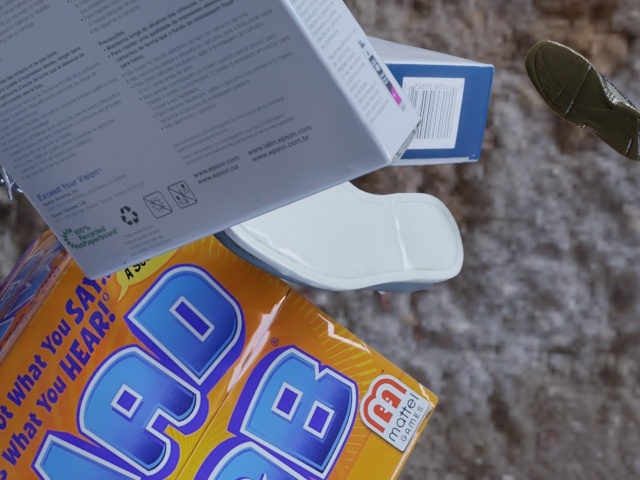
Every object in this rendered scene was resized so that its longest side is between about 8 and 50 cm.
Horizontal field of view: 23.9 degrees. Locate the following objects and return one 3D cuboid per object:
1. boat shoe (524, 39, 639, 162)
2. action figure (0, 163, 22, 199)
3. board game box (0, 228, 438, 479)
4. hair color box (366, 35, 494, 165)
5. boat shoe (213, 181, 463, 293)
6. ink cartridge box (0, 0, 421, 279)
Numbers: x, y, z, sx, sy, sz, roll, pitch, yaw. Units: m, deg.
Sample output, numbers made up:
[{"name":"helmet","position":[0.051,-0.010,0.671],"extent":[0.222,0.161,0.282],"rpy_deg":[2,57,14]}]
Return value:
[{"name":"boat shoe","position":[0.241,-0.125,1.366],"extent":[0.056,0.152,0.049],"rpy_deg":[-49,-167,6]},{"name":"action figure","position":[-0.450,-0.143,1.963],"extent":[0.164,0.275,0.141],"rpy_deg":[7,104,-30]},{"name":"board game box","position":[-0.181,0.211,1.427],"extent":[0.356,0.356,0.356],"rpy_deg":[-59,-165,-22]},{"name":"hair color box","position":[-0.006,-0.165,1.584],"extent":[0.174,0.347,0.105],"rpy_deg":[-3,107,-41]},{"name":"boat shoe","position":[0.000,0.000,1.326],"extent":[0.319,0.099,0.116],"rpy_deg":[8,68,-50]},{"name":"ink cartridge box","position":[-0.143,-0.150,1.081],"extent":[0.330,0.324,0.071],"rpy_deg":[56,42,-18]}]
